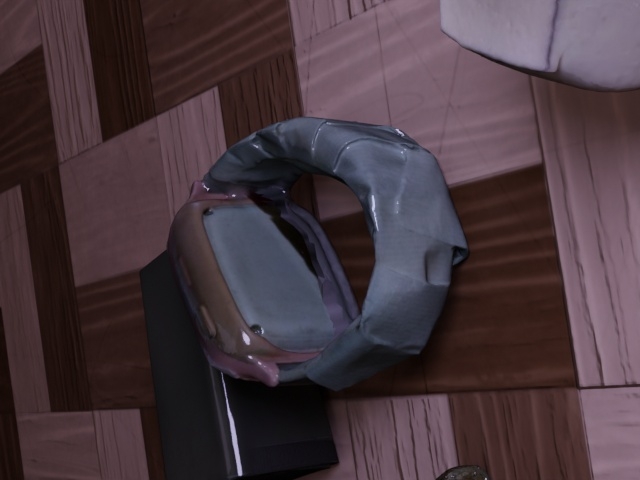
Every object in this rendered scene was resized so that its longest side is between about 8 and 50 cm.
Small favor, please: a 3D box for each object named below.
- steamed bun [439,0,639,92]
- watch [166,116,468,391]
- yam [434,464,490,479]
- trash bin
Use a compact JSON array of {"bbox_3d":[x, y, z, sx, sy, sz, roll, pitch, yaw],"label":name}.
[{"bbox_3d":[0.173,-0.212,0.825,0.146,0.164,0.241,34,125,55],"label":"steamed bun"},{"bbox_3d":[0.000,0.000,1.187,0.241,0.162,0.253,-53,51,40],"label":"watch"},{"bbox_3d":[0.102,0.217,1.152,0.043,0.043,0.094,65,146,29],"label":"yam"},{"bbox_3d":[-0.088,0.122,1.384,0.164,0.122,0.240,-31,66,57],"label":"trash bin"}]
